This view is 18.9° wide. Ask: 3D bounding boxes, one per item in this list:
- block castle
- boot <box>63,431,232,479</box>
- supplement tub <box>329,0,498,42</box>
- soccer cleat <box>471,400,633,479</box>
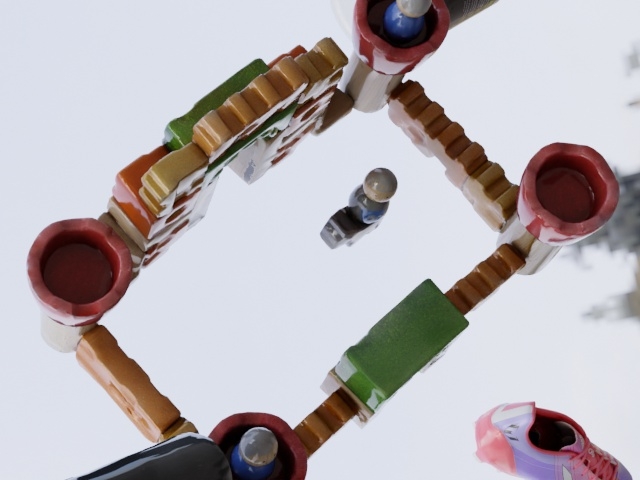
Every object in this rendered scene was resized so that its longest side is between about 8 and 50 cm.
[{"bbox_3d":[0.000,0.000,1.622,0.453,0.213,0.303,-39,-99,-21],"label":"block castle"},{"bbox_3d":[-0.227,0.218,1.266,0.445,0.367,0.146,-9,-116,-41],"label":"boot"},{"bbox_3d":[0.109,-0.261,1.874,0.190,0.117,0.117,-32,-72,-35],"label":"supplement tub"},{"bbox_3d":[0.268,0.235,2.071,0.248,0.095,0.083,27,-129,-34],"label":"soccer cleat"}]
